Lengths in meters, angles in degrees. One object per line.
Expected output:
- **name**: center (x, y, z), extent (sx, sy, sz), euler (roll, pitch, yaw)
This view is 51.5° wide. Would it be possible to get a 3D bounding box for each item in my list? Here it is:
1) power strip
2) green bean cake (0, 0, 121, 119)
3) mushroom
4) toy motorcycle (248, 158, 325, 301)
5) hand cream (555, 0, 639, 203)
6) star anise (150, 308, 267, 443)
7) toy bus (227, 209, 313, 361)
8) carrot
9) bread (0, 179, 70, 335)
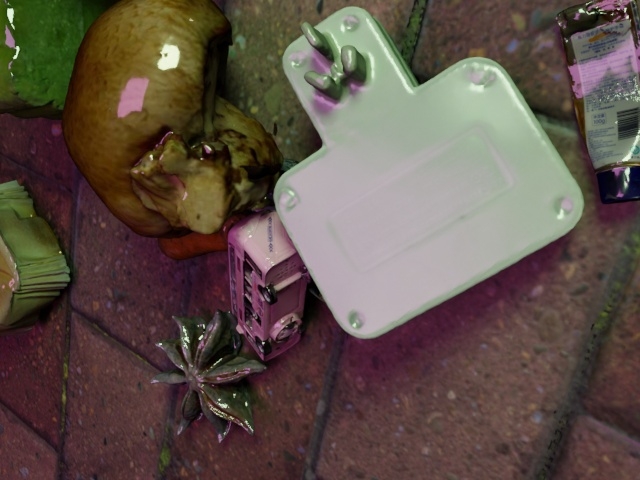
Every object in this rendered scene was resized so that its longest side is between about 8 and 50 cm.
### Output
- **power strip**: center (0.063, -0.074, 0.570), extent (0.229, 0.141, 0.261), euler (-31, 82, 16)
- **green bean cake**: center (-0.301, -0.266, 0.767), extent (0.124, 0.222, 0.248), euler (1, 99, 34)
- **mushroom**: center (-0.153, -0.119, 0.665), extent (0.283, 0.195, 0.263), euler (46, 130, 47)
- **toy motorcycle**: center (0.000, 0.000, 0.714), extent (0.190, 0.074, 0.106), euler (46, 132, 18)
- **hand cream**: center (0.233, -0.111, 0.534), extent (0.062, 0.039, 0.163), euler (-7, 92, 39)
- **star anise**: center (-0.137, 0.176, 0.858), extent (0.180, 0.061, 0.205), euler (15, 110, 32)
- **toy bus**: center (-0.055, 0.052, 0.715), extent (0.090, 0.063, 0.203), euler (49, 153, 26)
- **carrot**: center (-0.142, -0.011, 0.797), extent (0.186, 0.060, 0.060), euler (-11, 95, 52)
- **bread**: center (-0.509, 0.033, 1.065), extent (0.192, 0.109, 0.210), euler (-43, 76, 29)
